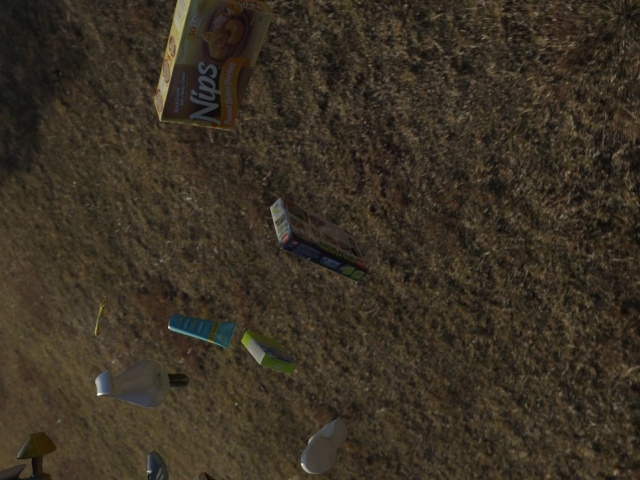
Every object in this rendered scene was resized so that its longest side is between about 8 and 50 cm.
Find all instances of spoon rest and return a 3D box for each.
[{"bbox_3d":[-0.511,0.392,1.304,0.084,0.276,0.137,-22,69,12],"label":"spoon rest"}]

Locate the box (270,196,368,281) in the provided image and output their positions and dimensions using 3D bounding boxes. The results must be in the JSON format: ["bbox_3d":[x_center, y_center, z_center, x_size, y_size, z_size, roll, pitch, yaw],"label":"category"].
[{"bbox_3d":[0.000,0.000,0.936,0.036,0.207,0.114,-43,42,25],"label":"box"}]

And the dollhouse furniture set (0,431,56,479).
[{"bbox_3d":[-0.528,0.262,0.564,0.287,0.304,0.197,-11,83,34],"label":"dollhouse furniture set"}]

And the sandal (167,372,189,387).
[{"bbox_3d":[-0.556,0.502,1.696,0.180,0.072,0.048,8,125,4],"label":"sandal"}]

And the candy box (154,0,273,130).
[{"bbox_3d":[-0.254,-0.412,1.095,0.316,0.183,0.087,-57,45,39],"label":"candy box"}]

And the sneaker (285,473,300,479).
[{"bbox_3d":[-0.143,0.748,1.289,0.302,0.108,0.121,-44,61,31],"label":"sneaker"}]

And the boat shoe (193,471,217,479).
[{"bbox_3d":[-0.212,0.571,1.058,0.170,0.059,0.063,41,175,-24],"label":"boat shoe"}]

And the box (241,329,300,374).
[{"bbox_3d":[-0.143,0.318,1.345,0.178,0.109,0.042,27,90,59],"label":"box"}]

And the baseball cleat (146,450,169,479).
[{"bbox_3d":[-0.486,0.723,1.379,0.072,0.110,0.205,-43,62,32],"label":"baseball cleat"}]

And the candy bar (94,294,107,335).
[{"bbox_3d":[-0.711,0.246,1.542,0.018,0.040,0.161,11,123,-24],"label":"candy bar"}]

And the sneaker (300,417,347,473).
[{"bbox_3d":[-0.007,0.541,1.234,0.094,0.212,0.080,-28,83,25],"label":"sneaker"}]

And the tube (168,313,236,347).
[{"bbox_3d":[-0.370,0.276,1.487,0.207,0.080,0.052,10,157,13],"label":"tube"}]
